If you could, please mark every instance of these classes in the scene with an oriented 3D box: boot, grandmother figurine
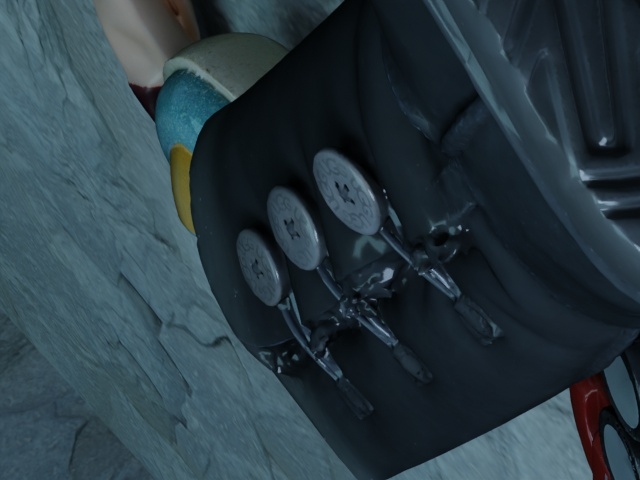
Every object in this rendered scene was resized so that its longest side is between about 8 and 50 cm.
[{"bbox_3d":[0.027,-0.097,0.829,0.445,0.146,0.367,132,119,-74],"label":"boot"},{"bbox_3d":[-0.111,-0.133,1.458,0.342,0.104,0.208,61,-173,-30],"label":"grandmother figurine"}]

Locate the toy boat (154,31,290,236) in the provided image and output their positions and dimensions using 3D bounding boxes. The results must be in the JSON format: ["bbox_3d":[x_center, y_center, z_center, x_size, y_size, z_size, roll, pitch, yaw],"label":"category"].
[{"bbox_3d":[0.000,0.000,1.268,0.318,0.148,0.267,30,160,50],"label":"toy boat"}]

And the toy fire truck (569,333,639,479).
[{"bbox_3d":[0.152,0.041,1.014,0.217,0.158,0.246,80,170,-45],"label":"toy fire truck"}]
